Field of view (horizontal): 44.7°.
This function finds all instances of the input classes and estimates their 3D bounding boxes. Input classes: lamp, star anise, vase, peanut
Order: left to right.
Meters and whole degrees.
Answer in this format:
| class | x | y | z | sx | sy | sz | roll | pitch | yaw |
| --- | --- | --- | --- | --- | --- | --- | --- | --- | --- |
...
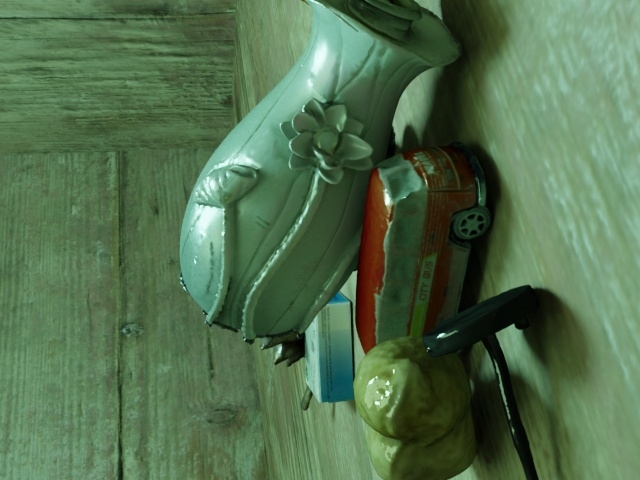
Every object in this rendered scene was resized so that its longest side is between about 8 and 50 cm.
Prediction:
| class | x | y | z | sx | sy | sz | roll | pitch | yaw |
| --- | --- | --- | --- | --- | --- | --- | --- | --- | --- |
| star anise | -0.043 | 0.165 | 1.656 | 0.292 | 0.109 | 0.349 | 40 | -128 | -50 |
| vase | -0.014 | -0.098 | 0.944 | 0.445 | 0.250 | 0.250 | -61 | 28 | 32 |
| peanut | 0.100 | 0.180 | 0.808 | 0.253 | 0.122 | 0.137 | 72 | -149 | -50 |
| lamp | 0.161 | 0.226 | 0.677 | 0.130 | 0.109 | 0.371 | 129 | 136 | -80 |

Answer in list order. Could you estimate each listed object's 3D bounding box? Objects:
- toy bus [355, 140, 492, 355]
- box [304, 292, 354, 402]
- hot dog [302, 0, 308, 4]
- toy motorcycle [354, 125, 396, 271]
| class | x | y | z | sx | sy | sz | roll | pitch | yaw |
| --- | --- | --- | --- | --- | --- | --- | --- | --- | --- |
| toy bus | 0.105 | 0.022 | 0.865 | 0.121 | 0.120 | 0.265 | -108 | 19 | -56 |
| box | 0.014 | 0.202 | 1.518 | 0.139 | 0.073 | 0.194 | -146 | 53 | -77 |
| hot dog | -0.001 | -0.462 | 1.224 | 0.153 | 0.150 | 0.256 | 114 | 152 | -46 |
| toy motorcycle | 0.057 | -0.051 | 1.126 | 0.239 | 0.108 | 0.204 | 93 | 179 | -81 |
